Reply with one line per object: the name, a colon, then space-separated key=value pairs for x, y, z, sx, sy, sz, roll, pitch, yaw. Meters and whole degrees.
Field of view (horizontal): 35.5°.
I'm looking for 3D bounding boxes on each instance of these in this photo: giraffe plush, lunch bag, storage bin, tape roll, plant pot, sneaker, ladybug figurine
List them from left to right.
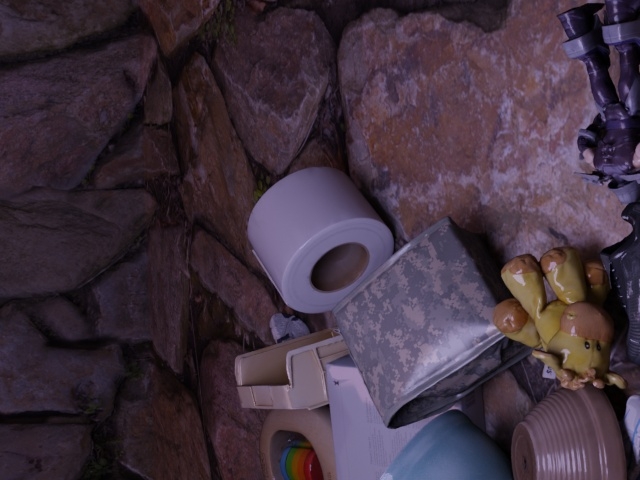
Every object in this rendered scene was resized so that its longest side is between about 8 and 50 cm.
sneaker: x=-0.064 y=0.291 z=2.321 sx=0.235 sy=0.094 sz=0.153 roll=47 pitch=130 yaw=31
storage bin: x=-0.013 y=0.260 z=2.049 sx=0.262 sy=0.260 sz=0.123 roll=-16 pitch=88 yaw=62
tape roll: x=0.000 y=0.000 z=1.957 sx=0.169 sy=0.246 sz=0.246 roll=54 pitch=142 yaw=39
ladybug figurine: x=0.009 y=0.485 z=2.175 sx=0.449 sy=0.162 sz=0.305 roll=-5 pitch=95 yaw=61
lunch bag: x=0.175 y=0.145 z=1.649 sx=0.287 sy=0.169 sz=0.235 roll=-36 pitch=60 yaw=19
plant pot: x=0.214 y=0.440 z=1.556 sx=0.196 sy=0.293 sz=0.293 roll=33 pitch=130 yaw=28
plant pot: x=0.350 y=0.323 z=1.470 sx=0.237 sy=0.110 sz=0.237 roll=179 pitch=90 yaw=-83
giraffe plush: x=0.343 y=0.128 z=1.384 sx=0.170 sy=0.181 sz=0.210 roll=-98 pitch=-2 yaw=-74
sneaker: x=0.446 y=0.302 z=1.427 sx=0.083 sy=0.071 sz=0.190 roll=-119 pitch=34 yaw=-57
sneaker: x=0.421 y=0.050 z=1.331 sx=0.106 sy=0.078 sz=0.234 roll=14 pitch=112 yaw=20

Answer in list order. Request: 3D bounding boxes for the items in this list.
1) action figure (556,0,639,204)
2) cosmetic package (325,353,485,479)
action figure: x=0.401 y=-0.177 z=1.324 sx=0.185 sy=0.099 sz=0.285 roll=0 pitch=103 yaw=54
cosmetic package: x=0.163 y=0.405 z=1.831 sx=0.284 sy=0.097 sz=0.377 roll=0 pitch=99 yaw=35
